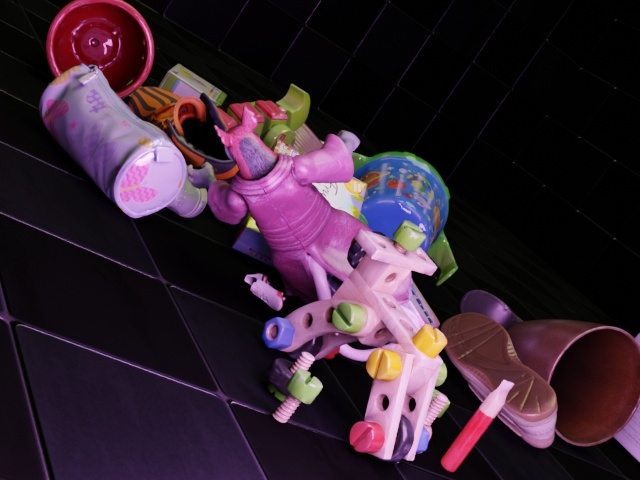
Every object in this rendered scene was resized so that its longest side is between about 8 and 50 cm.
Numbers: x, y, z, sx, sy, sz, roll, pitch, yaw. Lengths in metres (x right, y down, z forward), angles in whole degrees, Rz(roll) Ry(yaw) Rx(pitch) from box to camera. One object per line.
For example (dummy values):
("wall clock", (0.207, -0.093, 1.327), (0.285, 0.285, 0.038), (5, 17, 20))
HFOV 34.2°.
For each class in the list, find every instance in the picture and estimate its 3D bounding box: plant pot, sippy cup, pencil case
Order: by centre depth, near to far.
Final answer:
("pencil case", (-0.302, -0.149, 1.507), (0.113, 0.124, 0.273), (21, 18, -50))
("plant pot", (0.429, 0.230, 1.888), (0.215, 0.215, 0.230), (29, -2, -27))
("plant pot", (-0.408, -0.356, 1.914), (0.191, 0.191, 0.174), (31, 4, -19))
("sippy cup", (0.146, -0.042, 2.137), (0.305, 0.240, 0.224), (10, 22, 4))
("plant pot", (-0.056, -0.189, 2.168), (0.237, 0.109, 0.237), (50, 5, -6))

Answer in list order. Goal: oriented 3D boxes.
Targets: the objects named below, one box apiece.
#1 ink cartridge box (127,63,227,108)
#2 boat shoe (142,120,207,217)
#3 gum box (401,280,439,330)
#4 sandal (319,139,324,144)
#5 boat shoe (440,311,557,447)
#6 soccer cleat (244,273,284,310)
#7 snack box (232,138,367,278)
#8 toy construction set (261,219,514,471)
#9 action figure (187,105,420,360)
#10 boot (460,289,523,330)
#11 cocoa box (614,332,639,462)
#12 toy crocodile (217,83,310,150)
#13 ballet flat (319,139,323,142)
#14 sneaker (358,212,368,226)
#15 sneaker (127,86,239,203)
("ink cartridge box", (-0.337, -0.333, 2.225), (0.255, 0.097, 0.189), (33, 12, -9))
("boat shoe", (-0.264, -0.123, 1.619), (0.227, 0.079, 0.081), (45, 11, 30))
("gum box", (0.124, 0.091, 1.745), (0.188, 0.062, 0.107), (58, 16, 9))
("sandal", (0.059, -0.092, 2.316), (0.416, 0.169, 0.102), (33, 52, -7))
("boat shoe", (0.295, 0.229, 1.738), (0.302, 0.109, 0.098), (49, -21, 53))
("soccer cleat", (-0.080, 0.073, 1.473), (0.035, 0.029, 0.083), (8, 27, -34))
("snack box", (-0.029, -0.042, 1.681), (0.174, 0.070, 0.207), (27, 49, -10))
("toy construction set", (0.107, 0.123, 1.261), (0.308, 0.237, 0.257), (30, 12, -22))
("action figure", (-0.044, -0.019, 1.435), (0.370, 0.248, 0.276), (52, 22, -36))
("boot", (0.408, 0.197, 2.229), (0.263, 0.091, 0.229), (40, 6, 5))
("cocoa box", (0.745, 0.370, 2.047), (0.228, 0.231, 0.347), (26, 15, -41))
("toy crocodile", (-0.155, -0.215, 1.976), (0.340, 0.105, 0.115), (-19, 50, -37))
("ballet flat", (-0.065, -0.239, 2.605), (0.316, 0.107, 0.106), (20, 32, -49))
("sneaker", (0.000, 0.000, 1.834), (0.123, 0.109, 0.295), (47, 24, 23))
("sneaker", (-0.230, -0.202, 1.762), (0.321, 0.124, 0.180), (40, -19, 28))
